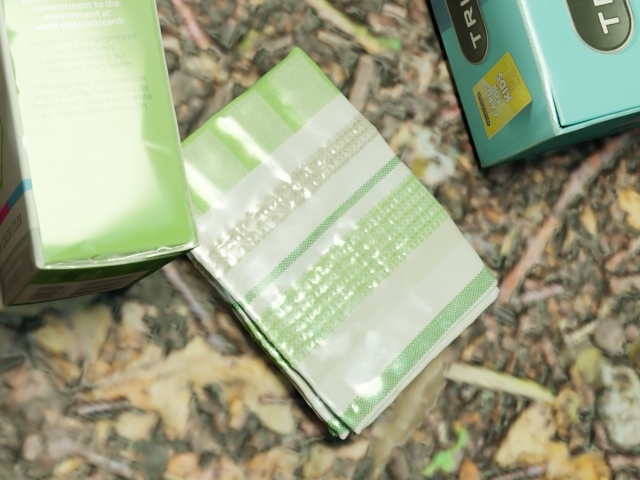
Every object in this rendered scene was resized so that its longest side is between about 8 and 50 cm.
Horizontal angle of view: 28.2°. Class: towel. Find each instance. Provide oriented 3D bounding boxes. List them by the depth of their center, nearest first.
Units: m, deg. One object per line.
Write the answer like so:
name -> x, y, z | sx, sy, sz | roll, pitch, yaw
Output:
towel -> 0.000, 0.000, 0.587 | 0.113, 0.023, 0.152 | -42, 94, -24

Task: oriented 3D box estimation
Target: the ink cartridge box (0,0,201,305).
ink cartridge box -> -0.108, -0.085, 0.511 | 0.062, 0.109, 0.209 | -8, 83, -22

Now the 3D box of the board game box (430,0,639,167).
board game box -> 0.203, -0.201, 0.664 | 0.336, 0.079, 0.254 | -15, 86, -22
